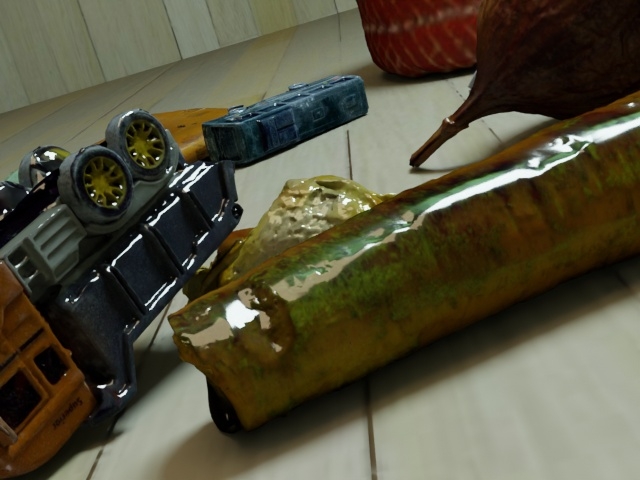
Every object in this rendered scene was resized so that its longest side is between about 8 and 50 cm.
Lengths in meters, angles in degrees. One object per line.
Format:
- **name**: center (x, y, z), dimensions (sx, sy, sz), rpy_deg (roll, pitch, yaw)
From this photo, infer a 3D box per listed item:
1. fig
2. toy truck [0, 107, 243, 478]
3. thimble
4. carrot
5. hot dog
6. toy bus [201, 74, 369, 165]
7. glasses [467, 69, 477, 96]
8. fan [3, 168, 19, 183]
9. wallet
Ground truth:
- **fig**: center (0.136, -0.125, 0.657), dimensions (0.201, 0.146, 0.134), rpy_deg (-32, 10, -1)
- **toy truck**: center (-0.115, 0.018, 0.435), dimensions (0.083, 0.092, 0.192), rpy_deg (-13, 27, 38)
- **thimble**: center (0.195, -0.337, 1.136), dimensions (0.350, 0.231, 0.350), rpy_deg (-15, 16, 4)
- **carrot**: center (0.065, 0.003, 0.401), dimensions (0.260, 0.070, 0.070), rpy_deg (-24, 17, -18)
- **hot dog**: center (-0.001, -0.001, 0.480), dimensions (0.168, 0.061, 0.078), rpy_deg (-10, 16, 22)
- **toy bus**: center (-0.031, -0.117, 0.947), dimensions (0.166, 0.047, 0.065), rpy_deg (-27, 22, -34)
- **glasses**: center (0.181, -0.177, 0.824), dimensions (0.139, 0.104, 0.062), rpy_deg (-1, 20, 35)
- **fan**: center (-0.333, -0.028, 0.987), dimensions (0.016, 0.038, 0.193), rpy_deg (-25, 15, 17)
- **wallet**: center (-0.175, -0.089, 1.024), dimensions (0.195, 0.042, 0.161), rpy_deg (1, 27, 42)
